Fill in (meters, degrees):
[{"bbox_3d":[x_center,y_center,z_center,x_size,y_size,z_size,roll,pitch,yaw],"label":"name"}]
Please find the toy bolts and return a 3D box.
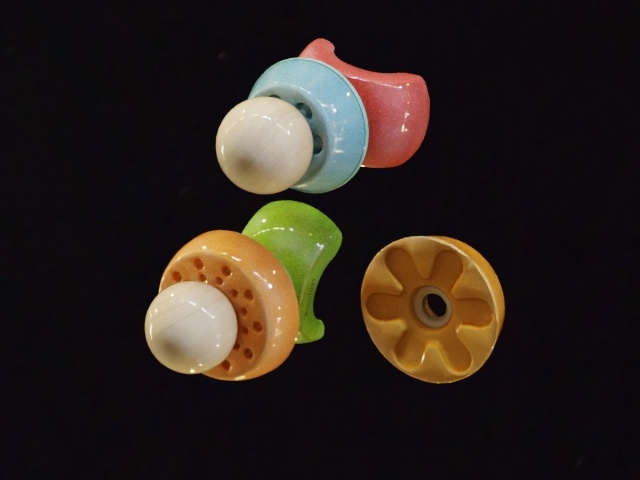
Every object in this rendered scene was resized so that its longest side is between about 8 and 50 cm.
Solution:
[{"bbox_3d":[0.000,0.000,1.254,0.218,0.158,0.228,18,-66,25],"label":"toy bolts"}]
